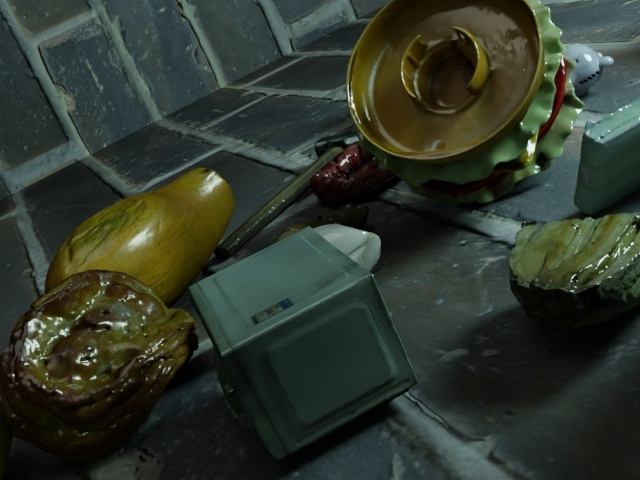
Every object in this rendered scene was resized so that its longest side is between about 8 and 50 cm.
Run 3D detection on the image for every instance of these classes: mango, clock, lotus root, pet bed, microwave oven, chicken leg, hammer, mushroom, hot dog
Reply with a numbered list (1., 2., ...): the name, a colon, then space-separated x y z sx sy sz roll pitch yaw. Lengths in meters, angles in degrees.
1. mango: -0.240 0.017 1.261 0.359 0.144 0.187 -39 -20 -54
2. clock: 0.349 -0.251 1.376 0.117 0.080 0.176 -29 20 -9
3. lotus root: 0.224 0.035 0.785 0.143 0.070 0.144 -1 25 38
4. pet bed: 0.076 -0.115 1.399 0.201 0.053 0.201 -27 16 8
5. microwave oven: -0.022 0.090 0.850 0.163 0.129 0.205 -25 19 -8
6. chicken leg: -0.003 -0.001 1.168 0.069 0.085 0.198 33 40 21
7. hammer: -0.045 -0.076 1.475 0.111 0.043 0.365 -5 30 43
8. mushroom: -0.027 0.047 1.035 0.212 0.088 0.097 -32 9 0
9. hot dog: -0.234 0.116 1.012 0.175 0.114 0.259 23 35 8

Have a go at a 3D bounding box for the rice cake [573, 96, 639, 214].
1. rice cake: 0.369 -0.118 0.954 0.237 0.127 0.043 -25 52 -7

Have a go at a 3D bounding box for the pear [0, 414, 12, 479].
1. pear: -0.412 0.208 0.933 0.187 0.187 0.220 -13 29 32

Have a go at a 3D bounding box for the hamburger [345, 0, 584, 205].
1. hamburger: 0.182 -0.179 1.140 0.274 0.275 0.212 -17 -20 22
